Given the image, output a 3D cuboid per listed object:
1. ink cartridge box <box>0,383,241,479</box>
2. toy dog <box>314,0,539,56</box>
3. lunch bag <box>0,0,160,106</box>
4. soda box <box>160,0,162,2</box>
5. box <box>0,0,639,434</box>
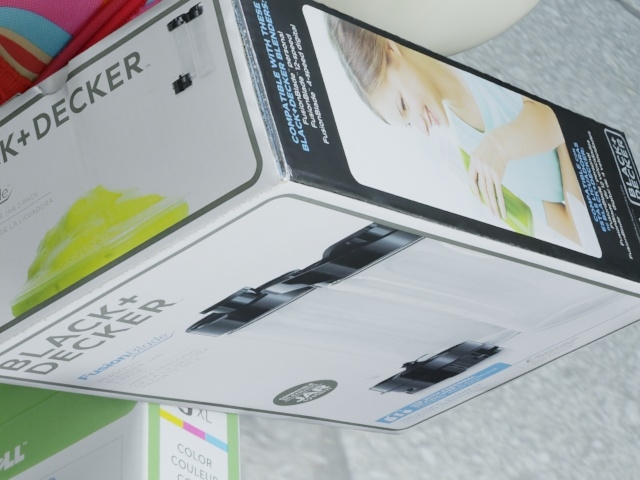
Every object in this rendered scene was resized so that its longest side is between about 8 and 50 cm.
[{"bbox_3d":[-0.091,0.121,0.793,0.062,0.109,0.209,34,38,-39],"label":"ink cartridge box"},{"bbox_3d":[-0.016,-0.276,0.937,0.395,0.284,0.408,-22,72,-47],"label":"toy dog"},{"bbox_3d":[-0.179,-0.194,0.787,0.293,0.258,0.120,45,22,-6],"label":"lunch bag"},{"bbox_3d":[-0.056,-0.118,1.066,0.083,0.092,0.263,57,30,-1],"label":"soda box"},{"bbox_3d":[0.000,0.000,0.763,0.290,0.169,0.087,16,52,-53],"label":"box"}]
